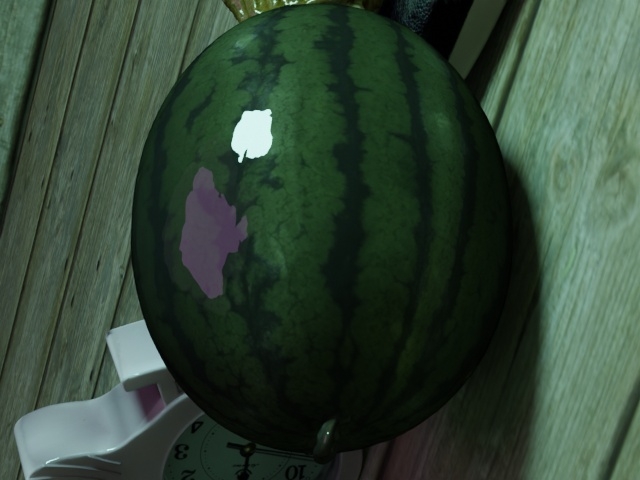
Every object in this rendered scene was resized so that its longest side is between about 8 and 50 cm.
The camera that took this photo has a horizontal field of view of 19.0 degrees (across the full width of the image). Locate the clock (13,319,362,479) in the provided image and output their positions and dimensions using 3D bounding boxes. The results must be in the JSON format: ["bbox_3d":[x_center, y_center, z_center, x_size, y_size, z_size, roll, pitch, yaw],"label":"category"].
[{"bbox_3d":[-0.112,0.193,1.620,0.080,0.290,0.275,-116,32,-58],"label":"clock"}]

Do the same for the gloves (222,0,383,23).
[{"bbox_3d":[-0.030,-0.313,1.828,0.203,0.155,0.356,116,152,-49],"label":"gloves"}]

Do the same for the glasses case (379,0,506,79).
[{"bbox_3d":[0.115,-0.237,1.485,0.122,0.075,0.314,-109,34,-52],"label":"glasses case"}]

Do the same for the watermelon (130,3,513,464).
[{"bbox_3d":[0.000,0.000,1.389,0.279,0.278,0.359,131,142,-57],"label":"watermelon"}]
